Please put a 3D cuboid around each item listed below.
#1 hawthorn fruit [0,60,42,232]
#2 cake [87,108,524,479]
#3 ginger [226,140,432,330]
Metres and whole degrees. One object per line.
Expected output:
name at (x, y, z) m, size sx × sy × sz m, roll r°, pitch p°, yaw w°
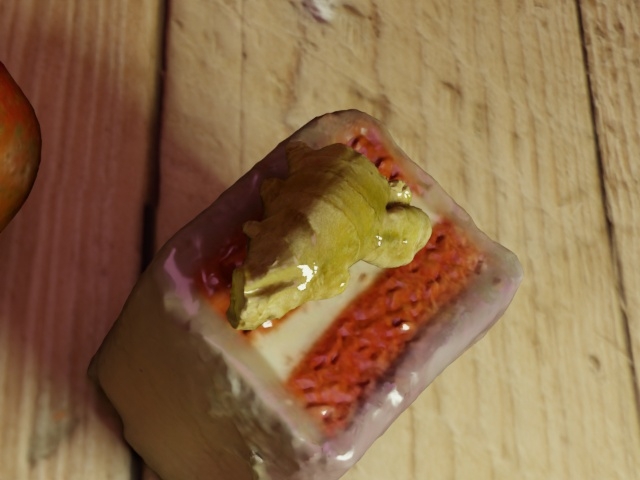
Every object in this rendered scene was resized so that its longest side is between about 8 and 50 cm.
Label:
hawthorn fruit at (-0.376, -0.046, 1.084) m, size 0.254 × 0.254 × 0.300 m, roll 35°, pitch 73°, yaw -6°
cake at (-0.018, 0.073, 1.191) m, size 0.237 × 0.230 × 0.309 m, roll 45°, pitch 50°, yaw 5°
ginger at (-0.001, -0.014, 1.060) m, size 0.205 × 0.081 × 0.115 m, roll -26°, pitch 109°, yaw -43°
